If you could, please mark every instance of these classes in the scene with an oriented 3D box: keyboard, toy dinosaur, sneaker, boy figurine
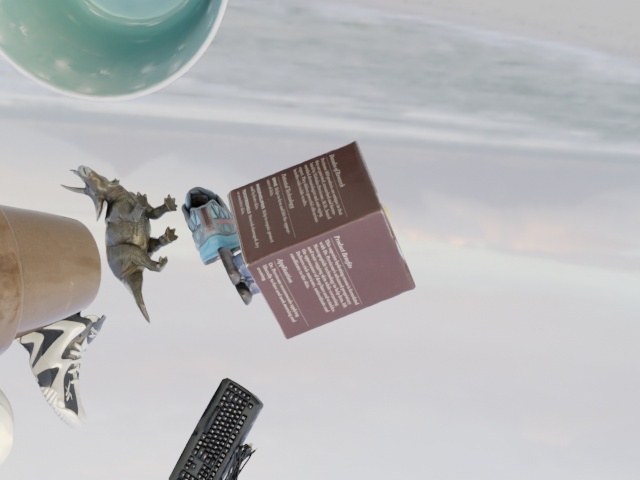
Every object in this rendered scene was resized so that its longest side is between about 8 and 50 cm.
[{"bbox_3d":[-0.146,0.303,1.664,0.100,0.192,0.038,29,-169,9],"label":"keyboard"},{"bbox_3d":[-0.347,-0.003,2.112,0.160,0.313,0.121,-15,-178,38],"label":"toy dinosaur"},{"bbox_3d":[-0.192,-0.044,2.046,0.104,0.125,0.262,-24,-168,-6],"label":"sneaker"},{"bbox_3d":[-0.428,0.198,1.997,0.153,0.235,0.094,-28,166,-9],"label":"sneaker"},{"bbox_3d":[-0.026,-0.004,1.887,0.285,0.177,0.092,-29,-135,0],"label":"boy figurine"}]

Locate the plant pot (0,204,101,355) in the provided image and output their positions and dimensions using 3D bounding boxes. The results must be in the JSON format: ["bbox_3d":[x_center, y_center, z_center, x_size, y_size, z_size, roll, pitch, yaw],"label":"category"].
[{"bbox_3d":[-0.468,0.046,1.750,0.229,0.263,0.263,-7,-169,-43],"label":"plant pot"}]

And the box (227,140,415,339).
[{"bbox_3d":[0.000,0.000,1.616,0.203,0.168,0.167,-22,-139,3],"label":"box"}]

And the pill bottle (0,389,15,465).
[{"bbox_3d":[-0.611,0.300,1.894,0.176,0.176,0.318,1,-179,-30],"label":"pill bottle"}]

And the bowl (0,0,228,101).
[{"bbox_3d":[-0.231,-0.323,1.286,0.311,0.311,0.163,5,-162,8],"label":"bowl"}]
